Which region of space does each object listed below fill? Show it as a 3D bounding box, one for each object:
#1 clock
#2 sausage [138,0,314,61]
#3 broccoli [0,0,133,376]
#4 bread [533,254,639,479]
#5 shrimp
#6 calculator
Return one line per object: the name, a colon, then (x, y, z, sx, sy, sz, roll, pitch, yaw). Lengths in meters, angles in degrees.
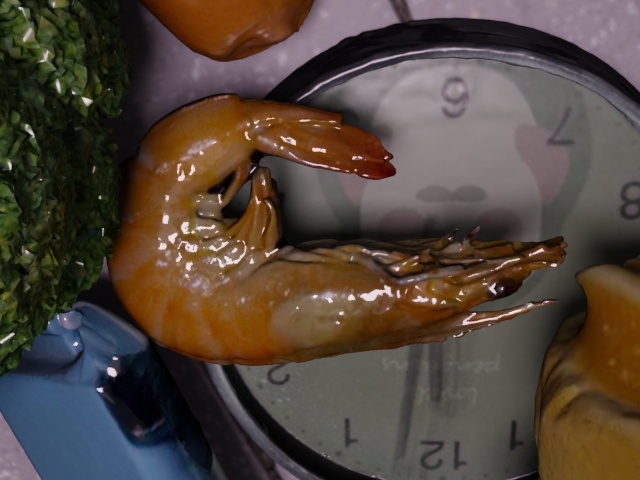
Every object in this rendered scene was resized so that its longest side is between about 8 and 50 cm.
clock: (0.078, 0.030, 0.539, 0.319, 0.066, 0.318, 1, 112, 3)
sausage: (-0.096, -0.193, 0.449, 0.098, 0.098, 0.238, -36, 104, 16)
broccoli: (-0.242, -0.082, 0.379, 0.310, 0.321, 0.413, 2, 145, -5)
bread: (0.229, 0.192, 0.425, 0.301, 0.210, 0.341, 17, 117, 15)
shrimp: (0.000, 0.000, 0.465, 0.249, 0.068, 0.150, 3, 108, 9)
calculator: (-0.118, 0.163, 0.573, 0.173, 0.051, 0.293, -5, 116, 43)
